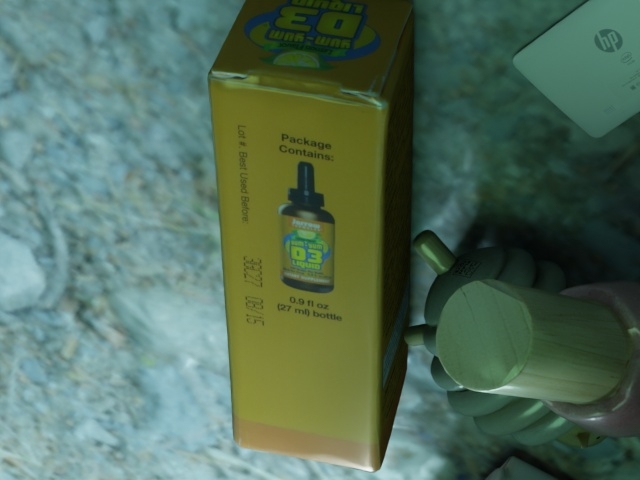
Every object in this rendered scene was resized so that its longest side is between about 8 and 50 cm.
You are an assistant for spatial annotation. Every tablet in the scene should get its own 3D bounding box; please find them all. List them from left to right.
[{"bbox_3d":[0.125,-0.078,0.708,0.054,0.006,0.083,40,132,-17],"label":"tablet"}]

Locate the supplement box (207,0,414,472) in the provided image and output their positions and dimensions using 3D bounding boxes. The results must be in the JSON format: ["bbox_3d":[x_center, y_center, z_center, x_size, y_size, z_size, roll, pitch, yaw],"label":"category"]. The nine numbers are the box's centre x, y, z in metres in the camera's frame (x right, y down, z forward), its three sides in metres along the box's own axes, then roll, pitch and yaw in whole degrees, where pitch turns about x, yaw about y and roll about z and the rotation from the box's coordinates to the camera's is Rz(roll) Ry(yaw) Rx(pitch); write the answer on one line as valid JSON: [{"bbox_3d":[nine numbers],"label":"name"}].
[{"bbox_3d":[0.000,0.000,0.780,0.078,0.080,0.233,10,136,11],"label":"supplement box"}]

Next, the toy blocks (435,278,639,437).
[{"bbox_3d":[0.255,0.092,0.629,0.289,0.309,0.260,-38,153,24],"label":"toy blocks"}]

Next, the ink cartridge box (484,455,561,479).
[{"bbox_3d":[0.176,0.287,0.875,0.307,0.223,0.129,28,137,-6],"label":"ink cartridge box"}]

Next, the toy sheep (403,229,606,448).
[{"bbox_3d":[0.087,0.046,0.786,0.132,0.091,0.091,42,132,-13],"label":"toy sheep"}]
